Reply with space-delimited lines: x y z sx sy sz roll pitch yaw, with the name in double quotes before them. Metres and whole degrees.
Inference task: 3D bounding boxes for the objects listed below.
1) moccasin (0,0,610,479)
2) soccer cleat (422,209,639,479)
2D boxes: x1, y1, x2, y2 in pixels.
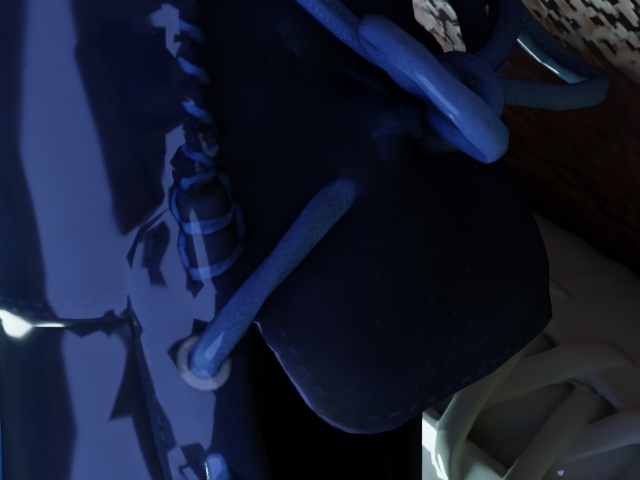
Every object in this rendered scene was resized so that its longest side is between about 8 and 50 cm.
"moccasin" 0.000 0.000 0.390 0.117 0.138 0.342 14 121 25
"soccer cleat" 0.042 0.046 0.483 0.331 0.116 0.143 26 154 51
